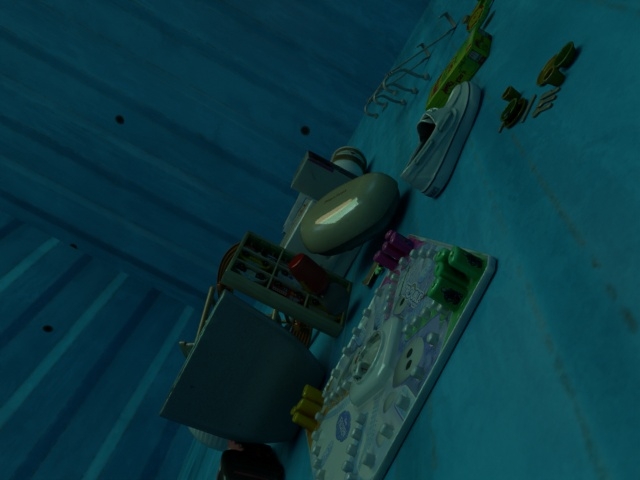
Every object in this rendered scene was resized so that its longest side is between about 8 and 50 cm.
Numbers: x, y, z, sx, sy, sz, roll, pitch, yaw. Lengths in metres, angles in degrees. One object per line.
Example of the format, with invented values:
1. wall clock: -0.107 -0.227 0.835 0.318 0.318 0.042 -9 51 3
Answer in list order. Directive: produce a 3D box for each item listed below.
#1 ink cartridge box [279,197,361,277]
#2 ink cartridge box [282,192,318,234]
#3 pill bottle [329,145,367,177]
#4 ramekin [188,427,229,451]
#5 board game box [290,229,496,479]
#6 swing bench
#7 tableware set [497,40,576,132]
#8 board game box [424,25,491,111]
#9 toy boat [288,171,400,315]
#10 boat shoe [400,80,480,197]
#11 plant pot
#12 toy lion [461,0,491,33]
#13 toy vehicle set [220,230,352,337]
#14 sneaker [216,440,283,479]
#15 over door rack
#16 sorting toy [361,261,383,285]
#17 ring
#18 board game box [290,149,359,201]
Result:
1. ink cartridge box: 0.000 0.000 1.505 0.171 0.168 0.233 -61 7 2
2. ink cartridge box: -0.028 -0.088 2.094 0.065 0.165 0.333 -55 9 47
3. pill bottle: 0.083 -0.219 1.922 0.131 0.131 0.229 -58 8 30
4. ramekin: -0.231 0.431 1.418 0.207 0.207 0.109 -107 36 -81
5. board game box: 0.069 0.167 0.825 0.390 0.050 0.390 -62 6 1
6. swing bench: -0.240 0.275 1.712 0.255 0.253 0.165 -71 -27 -48
7. tableware set: 0.290 -0.212 0.790 0.104 0.024 0.154 -62 6 -5
8. board game box: 0.300 -0.366 1.253 0.181 0.043 0.092 -54 10 48
9. toy boat: 0.045 0.005 1.221 0.267 0.148 0.318 -23 28 45
10. boat shoe: 0.217 -0.202 1.036 0.258 0.084 0.095 -66 7 -28
11. plant pot: -0.139 0.264 1.136 0.248 0.252 0.247 -63 7 -9
12. toy lion: 0.393 -0.563 1.417 0.100 0.034 0.096 -59 14 19
13. toy vehicle set: -0.065 0.090 1.221 0.035 0.266 0.166 -59 8 31
14. sneaker: -0.145 0.471 1.089 0.314 0.115 0.136 117 170 -80
15. over door rack: 0.292 -0.532 1.805 0.324 0.108 0.239 -49 4 -12
16. sorting toy: 0.105 0.064 1.122 0.062 0.012 0.083 -57 3 2
17. ring: -0.155 0.165 1.453 0.032 0.336 0.337 -19 -30 -48
18. board game box: 0.040 -0.154 1.591 0.098 0.224 0.303 -62 7 9
